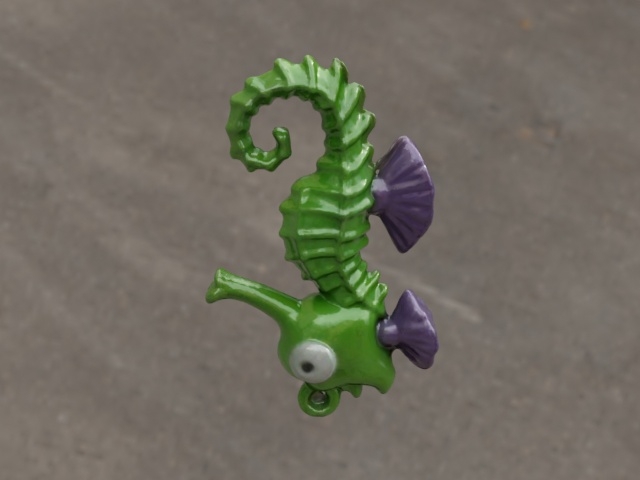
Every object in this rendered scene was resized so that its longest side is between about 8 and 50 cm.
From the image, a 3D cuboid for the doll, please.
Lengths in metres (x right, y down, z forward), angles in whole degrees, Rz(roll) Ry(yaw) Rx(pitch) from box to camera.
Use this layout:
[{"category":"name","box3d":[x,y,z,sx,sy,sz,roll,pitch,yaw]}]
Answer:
[{"category":"doll","box3d":[0.000,0.000,0.925,0.115,0.190,0.050,-6,23,-8]}]
